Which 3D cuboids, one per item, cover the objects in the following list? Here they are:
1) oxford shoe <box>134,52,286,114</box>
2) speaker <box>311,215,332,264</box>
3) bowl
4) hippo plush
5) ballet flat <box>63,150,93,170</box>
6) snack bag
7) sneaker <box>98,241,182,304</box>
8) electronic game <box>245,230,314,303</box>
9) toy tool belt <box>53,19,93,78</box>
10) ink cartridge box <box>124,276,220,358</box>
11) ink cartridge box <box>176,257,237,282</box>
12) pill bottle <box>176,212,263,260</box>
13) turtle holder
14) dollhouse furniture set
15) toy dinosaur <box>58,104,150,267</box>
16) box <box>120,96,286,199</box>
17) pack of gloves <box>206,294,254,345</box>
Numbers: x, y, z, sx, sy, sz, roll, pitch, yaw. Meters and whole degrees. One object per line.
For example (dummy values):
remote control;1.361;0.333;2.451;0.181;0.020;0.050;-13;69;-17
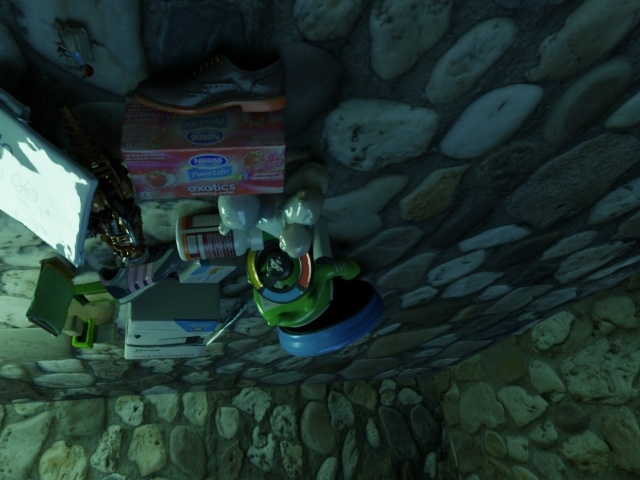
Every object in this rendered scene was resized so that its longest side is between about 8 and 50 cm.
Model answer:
oxford shoe;-0.196;-0.290;0.808;0.270;0.097;0.099;-7;131;-13
speaker;0.000;0.000;1.297;0.055;0.136;0.055;-7;151;-4
bowl;0.028;0.256;1.577;0.390;0.391;0.077;-17;106;14
hippo plush;-0.120;-0.099;1.078;0.236;0.235;0.294;17;180;-5
ballet flat;-0.561;-0.157;0.938;0.202;0.074;0.074;10;145;-26
snack bag;-0.557;-0.130;0.832;0.342;0.037;0.323;38;136;-4
sneaker;-0.522;0.070;1.316;0.318;0.112;0.131;-33;113;17
electronic game;-0.122;0.075;1.324;0.229;0.230;0.048;-25;176;26
toy tool belt;-0.405;-0.314;0.736;0.051;0.052;0.083;25;144;4
ink cartridge box;-0.543;0.290;1.618;0.285;0.167;0.395;5;148;-23
ink cartridge box;-0.331;0.079;1.366;0.104;0.062;0.181;-36;157;27
pill bottle;-0.267;-0.014;1.214;0.220;0.121;0.121;-5;150;-7
turtle holder;-0.055;0.135;1.464;0.320;0.243;0.227;-53;155;6
dollhouse furniture set;-0.722;0.192;1.367;0.151;0.198;0.302;-6;151;-4
toy dinosaur;-0.422;-0.101;0.889;0.164;0.218;0.322;-11;121;-41
box;-0.223;-0.188;0.901;0.299;0.142;0.154;-3;149;-10
pack of gloves;-0.308;0.248;1.601;0.046;0.195;0.232;45;111;-5
